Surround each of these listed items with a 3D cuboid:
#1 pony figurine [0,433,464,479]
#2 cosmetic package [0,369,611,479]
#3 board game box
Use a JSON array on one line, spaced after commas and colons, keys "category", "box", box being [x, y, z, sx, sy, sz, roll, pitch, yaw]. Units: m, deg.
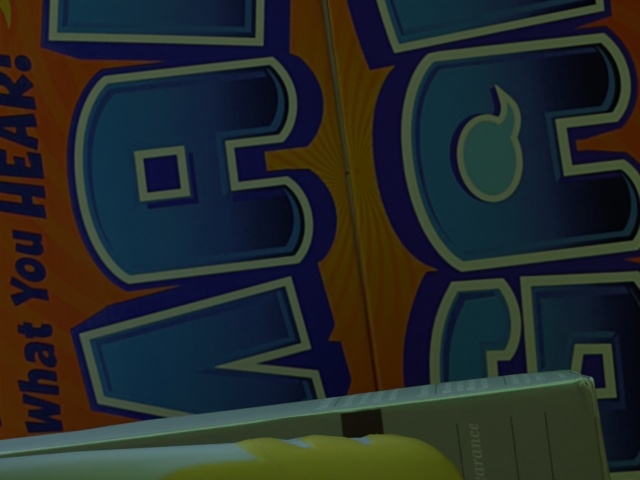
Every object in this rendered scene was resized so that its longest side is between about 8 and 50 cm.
[{"category": "pony figurine", "box": [-0.101, 0.056, 0.235, 0.363, 0.302, 0.351, 14, -6, -35]}, {"category": "cosmetic package", "box": [-0.025, 0.116, 0.593, 0.238, 0.127, 0.107, -9, -3, 1]}, {"category": "board game box", "box": [0.000, 0.000, 0.905, 0.356, 0.356, 0.356, -7, -8, -5]}]
